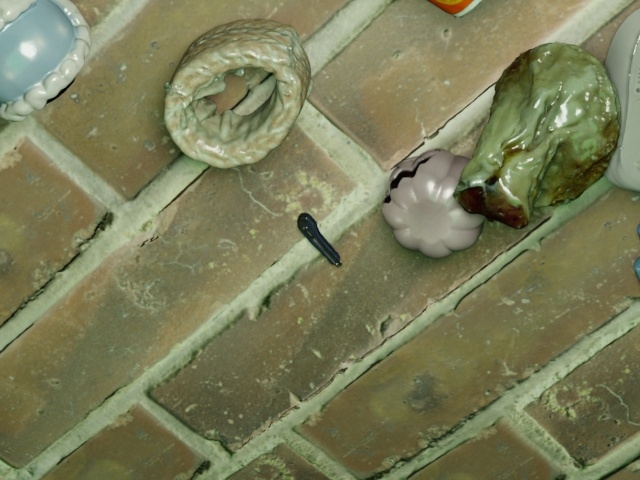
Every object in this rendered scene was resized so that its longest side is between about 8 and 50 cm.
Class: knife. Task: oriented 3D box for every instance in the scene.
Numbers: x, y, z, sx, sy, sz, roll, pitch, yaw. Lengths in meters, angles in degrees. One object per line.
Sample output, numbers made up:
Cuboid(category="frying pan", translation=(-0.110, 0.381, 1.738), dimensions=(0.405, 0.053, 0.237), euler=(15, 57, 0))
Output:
Cuboid(category="knife", translation=(0.000, 0.000, 1.886), dimensions=(0.031, 0.018, 0.121), euler=(-32, 116, 21))

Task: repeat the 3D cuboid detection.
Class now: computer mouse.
Cuboid(category="computer mouse", translation=(0.514, -0.222, 1.672), dimensions=(0.184, 0.121, 0.297), euler=(-1, 107, -10))

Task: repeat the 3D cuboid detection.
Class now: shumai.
Cuboid(category="shumai", translation=(0.313, -0.158, 1.625), dimensions=(0.222, 0.203, 0.272), euler=(10, 105, 42))

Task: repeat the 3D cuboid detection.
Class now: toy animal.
Cuboid(category="toy animal", translation=(-0.472, -0.296, 1.656), dimensions=(0.208, 0.156, 0.204), euler=(-32, 118, 15))

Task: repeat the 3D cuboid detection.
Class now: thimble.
Cuboid(category="thimble", translation=(-0.126, -0.225, 1.684), dimensions=(0.229, 0.148, 0.196), euler=(-16, 119, 14))

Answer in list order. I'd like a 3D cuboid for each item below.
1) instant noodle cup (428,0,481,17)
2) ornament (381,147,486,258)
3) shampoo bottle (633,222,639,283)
Cuboid(category="instant noodle cup", translation=(0.121, -0.479, 1.471), dimensions=(0.308, 0.294, 0.294), euler=(31, 118, -23))
Cuboid(category="ornament", translation=(0.190, -0.064, 1.767), dimensions=(0.177, 0.177, 0.177), euler=(1, 121, 2))
Cuboid(category="shampoo bottle", translation=(0.604, 0.074, 1.874), dimensions=(0.103, 0.061, 0.258), euler=(-20, 117, 13))
